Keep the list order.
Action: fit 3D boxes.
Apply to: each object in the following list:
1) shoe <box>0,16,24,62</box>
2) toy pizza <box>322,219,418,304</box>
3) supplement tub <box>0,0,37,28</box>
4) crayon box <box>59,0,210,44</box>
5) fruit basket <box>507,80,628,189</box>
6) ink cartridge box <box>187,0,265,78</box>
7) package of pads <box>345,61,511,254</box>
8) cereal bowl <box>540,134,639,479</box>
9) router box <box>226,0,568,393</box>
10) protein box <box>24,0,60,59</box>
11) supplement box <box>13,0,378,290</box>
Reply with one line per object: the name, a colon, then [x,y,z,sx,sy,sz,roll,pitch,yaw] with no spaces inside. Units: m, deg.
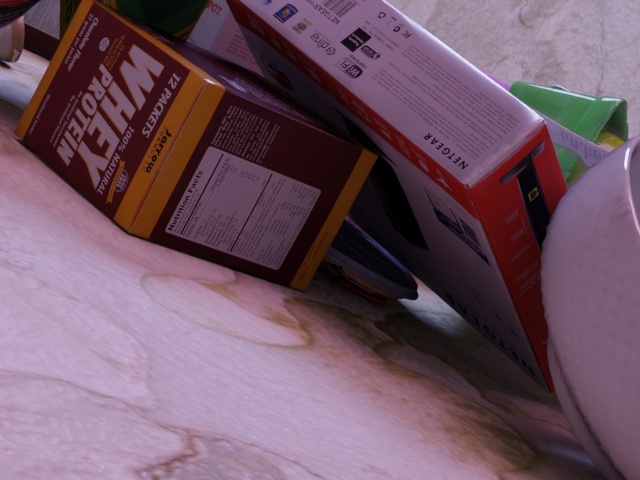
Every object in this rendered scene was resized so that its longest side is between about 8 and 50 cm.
shoe: [-0.336,-0.273,1.843,0.058,0.076,0.219,1,54,-19]
toy pizza: [0.000,0.000,1.636,0.201,0.032,0.201,33,9,-6]
supplement tub: [-0.307,-0.283,1.607,0.191,0.191,0.272,25,-13,-18]
crayon box: [-0.158,-0.250,1.594,0.083,0.323,0.203,9,57,-21]
fruit basket: [0.303,0.002,1.680,0.353,0.165,0.327,24,-20,21]
ink cartridge box: [-0.095,-0.144,1.718,0.127,0.176,0.128,22,11,-34]
package of pads: [0.105,-0.089,1.921,0.296,0.229,0.101,22,-34,-33]
cereal bowl: [0.271,0.097,1.369,0.339,0.141,0.339,41,31,-32]
router box: [0.086,-0.064,1.547,0.335,0.082,0.301,42,-13,39]
protein box: [-0.319,-0.298,2.055,0.201,0.136,0.200,25,10,-23]
supplement box: [-0.101,-0.077,1.470,0.194,0.129,0.191,21,12,-44]
